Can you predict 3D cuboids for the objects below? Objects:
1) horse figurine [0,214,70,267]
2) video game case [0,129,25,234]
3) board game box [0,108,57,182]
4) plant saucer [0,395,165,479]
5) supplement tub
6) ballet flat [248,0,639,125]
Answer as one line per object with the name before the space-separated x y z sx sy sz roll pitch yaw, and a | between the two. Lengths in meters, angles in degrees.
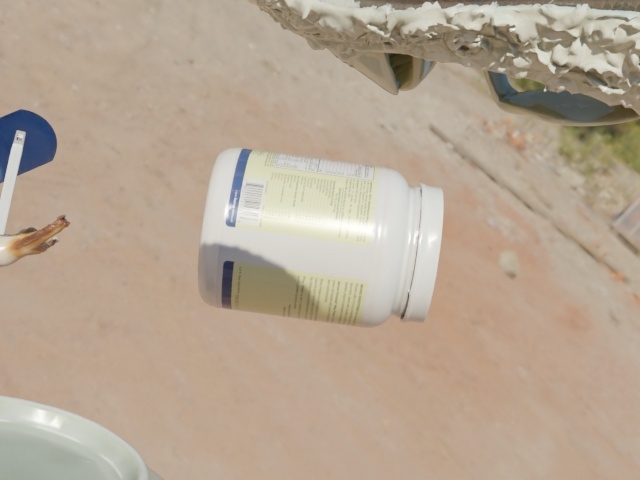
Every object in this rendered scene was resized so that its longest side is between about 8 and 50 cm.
horse figurine | -0.568 0.013 1.884 0.174 0.263 0.066 -165 -119 -78
video game case | -0.302 -0.059 1.034 0.011 0.087 0.122 12 8 -16
board game box | -0.578 -0.182 1.970 0.133 0.169 0.033 72 -9 -45
plant saucer | -0.254 0.211 0.861 0.400 0.100 0.400 16 8 -2
supplement tub | 0.000 0.000 1.528 0.325 0.235 0.235 8 20 0
ballet flat | 0.098 -0.146 0.714 0.409 0.147 0.147 16 7 24
